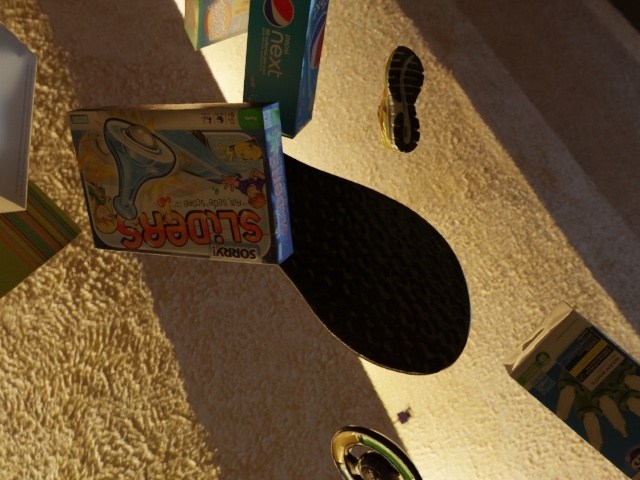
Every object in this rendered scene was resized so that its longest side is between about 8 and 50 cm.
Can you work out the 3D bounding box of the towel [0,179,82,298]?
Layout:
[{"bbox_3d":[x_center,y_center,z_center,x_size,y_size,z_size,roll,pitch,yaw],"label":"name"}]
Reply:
[{"bbox_3d":[-0.429,0.025,0.797,0.102,0.021,0.237,47,-126,-9],"label":"towel"}]

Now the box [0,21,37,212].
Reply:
[{"bbox_3d":[-0.364,-0.129,0.562,0.119,0.182,0.181,-5,-107,7],"label":"box"}]

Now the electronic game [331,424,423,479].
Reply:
[{"bbox_3d":[0.116,0.476,1.278,0.229,0.229,0.048,44,-132,11],"label":"electronic game"}]

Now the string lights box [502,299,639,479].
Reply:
[{"bbox_3d":[0.411,0.223,0.894,0.260,0.133,0.077,40,-170,4],"label":"string lights box"}]

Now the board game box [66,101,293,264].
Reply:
[{"bbox_3d":[-0.127,-0.053,0.559,0.201,0.136,0.035,3,-159,23],"label":"board game box"}]

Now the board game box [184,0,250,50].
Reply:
[{"bbox_3d":[-0.094,-0.367,0.911,0.210,0.160,0.047,-25,-94,-17],"label":"board game box"}]

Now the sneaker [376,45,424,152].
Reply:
[{"bbox_3d":[0.144,-0.275,1.222,0.081,0.094,0.208,3,-88,-25],"label":"sneaker"}]

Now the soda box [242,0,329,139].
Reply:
[{"bbox_3d":[-0.038,-0.227,0.700,0.071,0.210,0.067,18,-143,11],"label":"soda box"}]

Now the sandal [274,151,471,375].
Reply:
[{"bbox_3d":[0.000,-0.003,0.765,0.446,0.107,0.167,37,-97,26],"label":"sandal"}]
